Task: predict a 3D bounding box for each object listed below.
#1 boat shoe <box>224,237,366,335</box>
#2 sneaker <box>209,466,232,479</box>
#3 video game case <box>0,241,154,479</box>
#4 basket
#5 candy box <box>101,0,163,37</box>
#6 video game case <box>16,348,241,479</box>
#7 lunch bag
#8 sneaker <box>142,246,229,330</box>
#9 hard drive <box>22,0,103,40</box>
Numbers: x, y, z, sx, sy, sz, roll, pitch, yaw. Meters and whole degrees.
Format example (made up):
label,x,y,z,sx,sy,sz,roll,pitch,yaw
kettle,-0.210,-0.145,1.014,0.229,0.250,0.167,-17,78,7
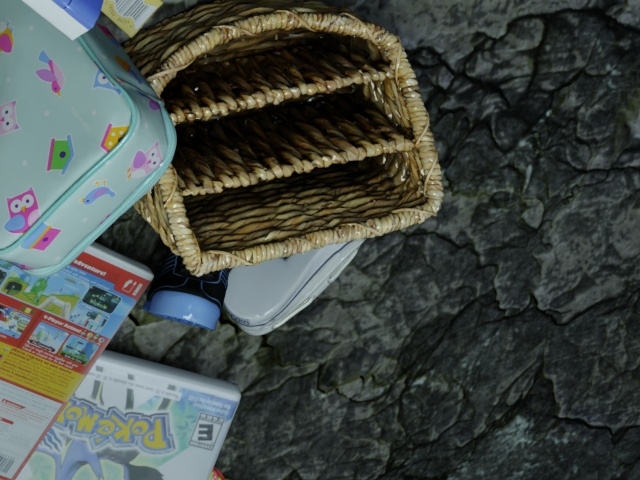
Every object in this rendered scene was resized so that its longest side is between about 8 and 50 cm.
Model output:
label,x,y,z,sx,sy,sz,roll,pitch,yaw
boat shoe,0.000,0.000,2.133,0.267,0.096,0.088,-51,159,-14
sneaker,-0.152,0.260,2.183,0.208,0.081,0.094,23,99,-36
video game case,-0.327,0.108,1.951,0.204,0.025,0.285,27,105,-35
basket,-0.045,-0.123,1.950,0.299,0.223,0.213,-12,117,-21
candy box,-0.244,-0.282,1.831,0.053,0.109,0.187,-49,128,1
video game case,-0.288,0.252,2.078,0.329,0.036,0.300,16,106,-20
lunch bag,-0.282,-0.116,1.792,0.224,0.279,0.108,-45,151,10
sneaker,-0.135,0.037,2.000,0.081,0.232,0.090,16,93,-7
hard drive,-0.294,-0.339,1.605,0.040,0.210,0.319,-25,130,36
